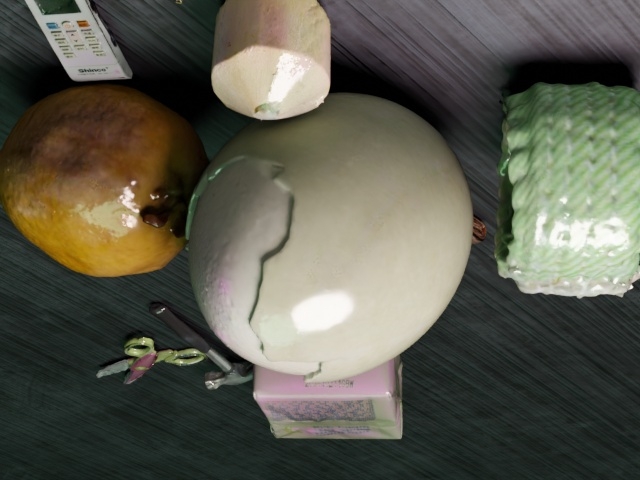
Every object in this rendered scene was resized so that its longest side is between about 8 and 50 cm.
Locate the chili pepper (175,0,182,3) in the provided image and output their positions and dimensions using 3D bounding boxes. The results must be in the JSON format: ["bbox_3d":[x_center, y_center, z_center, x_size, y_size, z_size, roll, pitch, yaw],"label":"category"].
[{"bbox_3d":[-0.094,-0.299,1.344,0.072,0.073,0.204,31,137,-12],"label":"chili pepper"}]

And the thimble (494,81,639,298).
[{"bbox_3d":[0.253,-0.051,1.634,0.150,0.219,0.219,1,154,4],"label":"thimble"}]

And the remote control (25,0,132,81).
[{"bbox_3d":[-0.242,-0.209,1.603,0.065,0.029,0.166,-1,149,14],"label":"remote control"}]

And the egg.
[{"bbox_3d":[0.000,0.000,1.627,0.278,0.278,0.336,-15,-169,35],"label":"egg"}]

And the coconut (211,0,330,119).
[{"bbox_3d":[-0.046,-0.171,1.541,0.116,0.122,0.116,4,154,2],"label":"coconut"}]

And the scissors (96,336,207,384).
[{"bbox_3d":[-0.268,0.185,2.444,0.133,0.020,0.187,17,151,-34],"label":"scissors"}]

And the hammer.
[{"bbox_3d":[-0.170,0.148,2.338,0.103,0.029,0.246,-15,145,20],"label":"hammer"}]

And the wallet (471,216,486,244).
[{"bbox_3d":[0.075,-0.003,1.970,0.230,0.042,0.124,-14,151,38],"label":"wallet"}]

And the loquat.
[{"bbox_3d":[-0.230,-0.066,1.719,0.238,0.193,0.238,24,153,13],"label":"loquat"}]

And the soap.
[{"bbox_3d":[0.013,0.190,2.271,0.199,0.138,0.182,0,155,9],"label":"soap"}]
